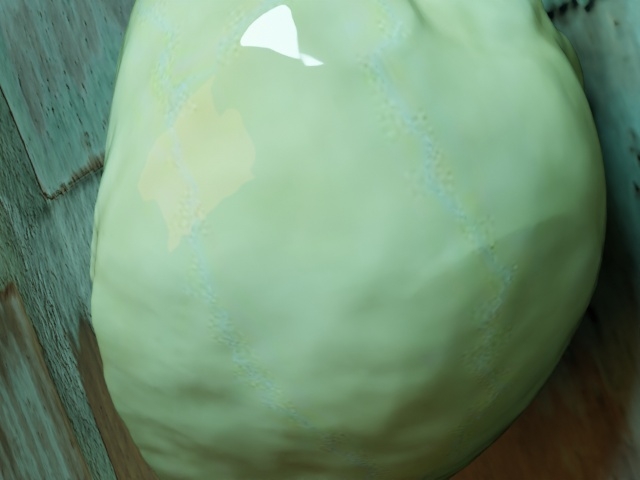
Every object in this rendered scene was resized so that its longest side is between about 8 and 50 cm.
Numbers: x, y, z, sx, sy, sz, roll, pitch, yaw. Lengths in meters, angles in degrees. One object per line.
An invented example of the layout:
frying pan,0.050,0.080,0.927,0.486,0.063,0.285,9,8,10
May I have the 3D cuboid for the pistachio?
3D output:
pistachio,0.000,0.000,0.597,0.187,0.187,0.299,55,158,26
